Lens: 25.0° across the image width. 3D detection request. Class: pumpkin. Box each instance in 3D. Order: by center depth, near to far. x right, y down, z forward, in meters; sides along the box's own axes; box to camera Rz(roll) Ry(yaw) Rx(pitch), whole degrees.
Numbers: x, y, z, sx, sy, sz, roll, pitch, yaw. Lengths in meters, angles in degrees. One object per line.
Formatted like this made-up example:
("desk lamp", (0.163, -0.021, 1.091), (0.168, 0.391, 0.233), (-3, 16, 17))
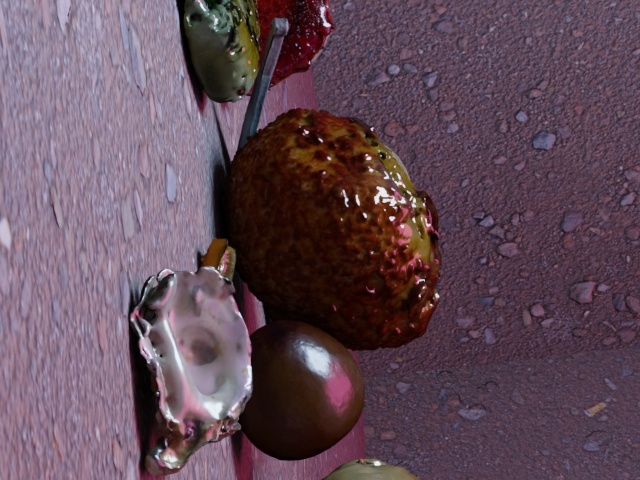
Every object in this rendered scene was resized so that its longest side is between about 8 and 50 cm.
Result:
("pumpkin", (-0.119, 0.038, 1.637), (0.101, 0.035, 0.073), (80, 15, -76))

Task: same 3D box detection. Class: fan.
("fan", (-0.082, -0.177, 1.887), (0.282, 0.023, 0.057), (110, -13, -46))

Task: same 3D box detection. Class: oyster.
("oyster", (-0.125, 0.119, 1.258), (0.163, 0.081, 0.191), (55, 33, -25))

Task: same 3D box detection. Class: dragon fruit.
("dragon fruit", (-0.078, -0.325, 2.009), (0.189, 0.163, 0.262), (180, -91, -64))

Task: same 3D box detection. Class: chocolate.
("chocolate", (-0.029, 0.175, 1.750), (0.177, 0.176, 0.177), (-7, 90, -86))

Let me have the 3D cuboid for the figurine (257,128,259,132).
("figurine", (-0.074, -0.119, 2.145), (0.146, 0.081, 0.098), (-86, 168, -66))

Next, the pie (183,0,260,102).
("pie", (-0.131, -0.352, 1.802), (0.296, 0.078, 0.371), (0, 83, -87))

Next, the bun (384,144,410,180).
("bun", (0.026, -0.001, 2.450), (0.361, 0.213, 0.361), (-168, -90, -83))

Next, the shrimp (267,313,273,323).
("shrimp", (-0.018, 0.137, 2.263), (0.145, 0.116, 0.343), (-41, 144, -39))

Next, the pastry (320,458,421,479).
("pastry", (0.058, 0.488, 1.843), (0.409, 0.245, 0.410), (-9, 90, -88))

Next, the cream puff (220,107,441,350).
("cream puff", (0.001, -0.002, 1.842), (0.350, 0.228, 0.350), (39, -34, 33))
